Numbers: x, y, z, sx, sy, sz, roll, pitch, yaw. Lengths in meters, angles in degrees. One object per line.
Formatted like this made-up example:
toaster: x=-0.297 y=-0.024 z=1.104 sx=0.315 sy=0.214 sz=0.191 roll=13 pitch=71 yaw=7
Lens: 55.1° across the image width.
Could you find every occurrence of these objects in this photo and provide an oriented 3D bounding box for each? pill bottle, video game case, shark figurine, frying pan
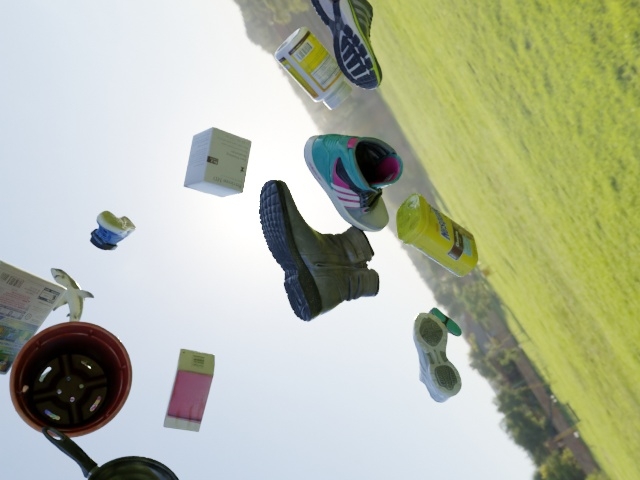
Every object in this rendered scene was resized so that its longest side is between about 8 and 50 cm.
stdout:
pill bottle: x=-0.014 y=-0.462 z=1.666 sx=0.215 sy=0.117 sz=0.117 roll=44 pitch=-168 yaw=-21
video game case: x=-0.865 y=0.215 z=1.657 sx=0.036 sy=0.300 sz=0.329 roll=30 pitch=169 yaw=14
shark figurine: x=-0.855 y=0.234 z=2.126 sx=0.166 sy=0.278 sz=0.116 roll=11 pitch=-167 yaw=0
frying pan: x=-0.430 y=0.494 z=1.207 sx=0.326 sy=0.053 sz=0.197 roll=18 pitch=-153 yaw=-6

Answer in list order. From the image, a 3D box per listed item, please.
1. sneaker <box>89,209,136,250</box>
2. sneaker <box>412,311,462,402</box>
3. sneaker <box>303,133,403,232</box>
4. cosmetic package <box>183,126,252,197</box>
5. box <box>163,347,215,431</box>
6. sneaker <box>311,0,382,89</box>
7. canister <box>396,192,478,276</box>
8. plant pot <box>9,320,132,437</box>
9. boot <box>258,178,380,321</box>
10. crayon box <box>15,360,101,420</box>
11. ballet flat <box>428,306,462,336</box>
sneaker: x=-0.448 y=-0.015 z=1.282 sx=0.058 sy=0.084 sz=0.152 roll=49 pitch=180 yaw=0
sneaker: x=0.265 y=0.289 z=1.500 sx=0.115 sy=0.090 sz=0.232 roll=107 pitch=160 yaw=-52
sneaker: x=0.111 y=-0.123 z=1.333 sx=0.178 sy=0.124 sz=0.295 roll=3 pitch=146 yaw=45
cosmetic package: x=-0.335 y=-0.249 z=1.998 sx=0.151 sy=0.151 sz=0.184 roll=14 pitch=-102 yaw=-35
box: x=-0.449 y=0.513 z=2.108 sx=0.126 sy=0.232 sz=0.148 roll=13 pitch=-163 yaw=-12
sneaker: x=0.089 y=-0.515 z=1.489 sx=0.111 sy=0.121 sz=0.300 roll=-9 pitch=107 yaw=54
canister: x=0.249 y=-0.010 z=1.304 sx=0.170 sy=0.073 sz=0.126 roll=32 pitch=-146 yaw=-20
plant pot: x=-0.633 y=0.366 z=1.563 sx=0.272 sy=0.272 sz=0.265 roll=56 pitch=151 yaw=4
boot: x=0.000 y=0.000 z=1.415 sx=0.118 sy=0.222 sz=0.338 roll=-1 pitch=108 yaw=59
crayon box: x=-0.767 y=0.477 z=1.862 sx=0.202 sy=0.318 sz=0.081 roll=37 pitch=-148 yaw=-37
ballet flat: x=0.347 y=0.231 z=1.725 sx=0.114 sy=0.041 sz=0.041 roll=42 pitch=-170 yaw=-6
